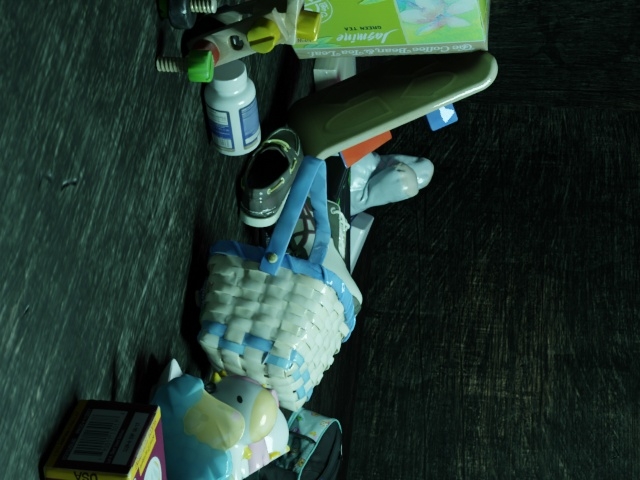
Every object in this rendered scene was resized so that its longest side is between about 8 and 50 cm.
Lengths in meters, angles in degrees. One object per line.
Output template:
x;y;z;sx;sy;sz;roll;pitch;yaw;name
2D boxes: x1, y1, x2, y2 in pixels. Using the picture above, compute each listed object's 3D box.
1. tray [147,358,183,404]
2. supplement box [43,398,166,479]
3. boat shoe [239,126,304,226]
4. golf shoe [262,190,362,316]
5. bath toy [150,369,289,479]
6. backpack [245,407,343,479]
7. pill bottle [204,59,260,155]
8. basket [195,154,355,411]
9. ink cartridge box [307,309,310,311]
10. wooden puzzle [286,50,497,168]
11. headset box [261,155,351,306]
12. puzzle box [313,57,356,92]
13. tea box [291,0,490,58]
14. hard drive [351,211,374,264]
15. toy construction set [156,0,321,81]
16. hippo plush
-0.175;0.258;1.355;0.270;0.030;0.145;79;15;-60;tray
-0.192;0.255;1.040;0.104;0.080;0.188;-73;165;-60;supplement box
-0.071;-0.115;1.749;0.228;0.081;0.069;-73;169;-49;boat shoe
0.000;0.000;1.734;0.273;0.120;0.105;52;-8;33;golf shoe
-0.109;0.212;1.287;0.129;0.151;0.348;59;3;9;bath toy
-0.043;0.378;1.903;0.188;0.144;0.166;-47;144;-41;backpack
-0.115;-0.175;1.459;0.120;0.067;0.067;85;11;-46;pill bottle
-0.048;0.059;1.497;0.255;0.201;0.289;82;31;-61;basket
-0.067;0.088;1.788;0.062;0.104;0.181;85;11;-52;ink cartridge box
0.118;-0.233;1.927;0.081;0.347;0.322;61;3;-23;wooden puzzle
-0.021;-0.001;1.989;0.246;0.131;0.283;-70;161;-66;headset box
0.040;-0.332;2.573;0.409;0.052;0.272;84;12;-51;puzzle box
0.089;-0.461;1.749;0.323;0.328;0.220;56;38;-63;tea box
0.026;0.103;2.337;0.210;0.040;0.319;-48;159;-78;hard drive
-0.039;-0.319;1.333;0.309;0.237;0.258;-50;143;-78;toy construction set
0.066;-0.183;2.324;0.234;0.294;0.237;-53;123;-75;hippo plush
